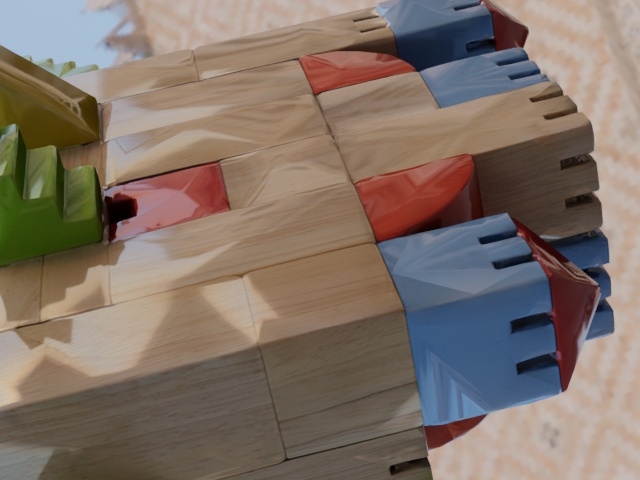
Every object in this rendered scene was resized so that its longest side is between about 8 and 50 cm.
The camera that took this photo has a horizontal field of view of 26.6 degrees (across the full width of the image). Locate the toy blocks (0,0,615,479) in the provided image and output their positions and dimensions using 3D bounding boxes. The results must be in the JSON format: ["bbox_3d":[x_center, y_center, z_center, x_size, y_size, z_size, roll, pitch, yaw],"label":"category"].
[{"bbox_3d":[0.000,0.000,0.575,0.381,0.260,0.191,-108,6,-61],"label":"toy blocks"}]
